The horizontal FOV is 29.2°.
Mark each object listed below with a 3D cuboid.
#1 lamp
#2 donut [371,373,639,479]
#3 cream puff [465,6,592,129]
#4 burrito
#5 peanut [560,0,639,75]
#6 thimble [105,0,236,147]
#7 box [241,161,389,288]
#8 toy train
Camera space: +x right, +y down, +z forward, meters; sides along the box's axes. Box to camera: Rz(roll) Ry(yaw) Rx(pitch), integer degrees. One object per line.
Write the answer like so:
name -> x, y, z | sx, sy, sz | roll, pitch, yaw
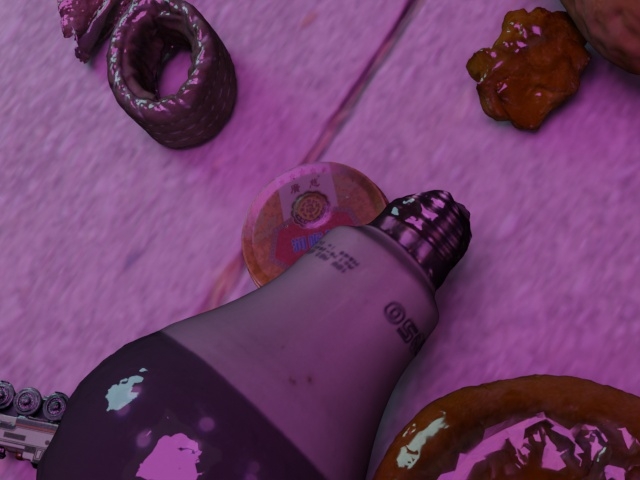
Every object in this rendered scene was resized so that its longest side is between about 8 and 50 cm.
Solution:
lamp -> -0.032, 0.087, 0.702 | 0.182, 0.182, 0.314 | 36, 92, 26
donut -> 0.142, 0.187, 0.656 | 0.208, 0.128, 0.261 | -41, 65, -4
cream puff -> 0.140, -0.120, 0.824 | 0.083, 0.058, 0.083 | -12, 67, 9
burrito -> -0.160, -0.209, 0.957 | 0.055, 0.041, 0.149 | 34, 80, 12
peanut -> 0.199, -0.202, 0.818 | 0.120, 0.110, 0.236 | -20, 52, -5
thimble -> -0.110, -0.126, 0.896 | 0.084, 0.062, 0.110 | -24, 63, 6
box -> 0.000, 0.000, 0.825 | 0.105, 0.037, 0.106 | -6, 66, 13
toy train -> -0.196, 0.127, 0.831 | 0.083, 0.033, 0.053 | 7, 74, 19
